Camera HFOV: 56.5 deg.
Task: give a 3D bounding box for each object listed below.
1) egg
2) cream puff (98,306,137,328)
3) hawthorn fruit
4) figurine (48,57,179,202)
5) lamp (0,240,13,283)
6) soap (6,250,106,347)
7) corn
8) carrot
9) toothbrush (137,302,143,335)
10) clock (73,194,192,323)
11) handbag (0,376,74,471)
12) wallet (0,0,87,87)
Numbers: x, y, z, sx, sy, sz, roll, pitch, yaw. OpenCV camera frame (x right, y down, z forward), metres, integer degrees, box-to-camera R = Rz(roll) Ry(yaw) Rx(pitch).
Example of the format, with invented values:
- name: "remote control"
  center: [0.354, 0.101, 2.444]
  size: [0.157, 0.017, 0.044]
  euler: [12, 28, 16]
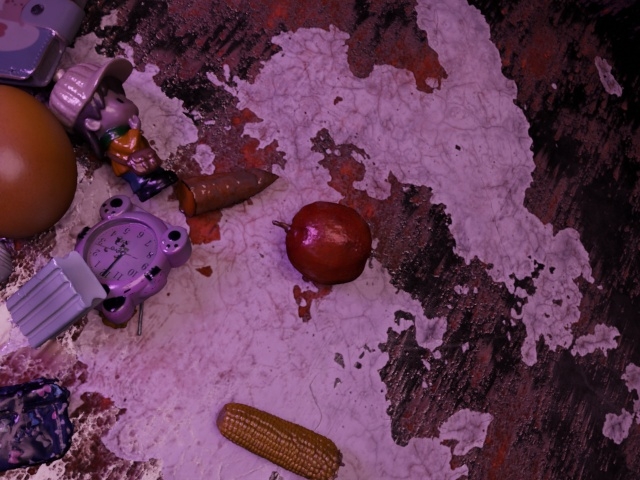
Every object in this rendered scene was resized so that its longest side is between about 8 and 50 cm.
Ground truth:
- name: "egg"
  center: [-0.630, -0.160, 1.204]
  size: [0.250, 0.250, 0.322]
  euler: [-13, 74, -25]
- name: "cream puff"
  center: [-0.441, 0.155, 1.314]
  size: [0.058, 0.083, 0.083]
  euler: [48, 38, -56]
- name: "hawthorn fruit"
  center: [0.000, 0.000, 1.467]
  size: [0.254, 0.205, 0.205]
  euler: [14, 72, -12]
- name: "figurine"
  center: [-0.474, -0.239, 1.345]
  size: [0.205, 0.185, 0.332]
  euler: [-17, 103, 3]
- name: "lamp"
  center: [-0.703, 0.082, 1.197]
  size: [0.106, 0.106, 0.193]
  euler: [34, 74, -12]
- name: "soap"
  center: [-0.536, 0.121, 1.201]
  size: [0.119, 0.198, 0.066]
  euler: [57, 27, 0]
- name: "corn"
  center: [-0.093, 0.459, 1.360]
  size: [0.305, 0.106, 0.106]
  euler: [27, 68, -10]
- name: "carrot"
  center: [-0.217, -0.131, 1.461]
  size: [0.263, 0.102, 0.101]
  euler: [-18, 84, -29]
- name: "toothbrush"
  center: [-0.408, 0.133, 1.355]
  size: [0.014, 0.011, 0.167]
  euler: [5, 75, -17]
- name: "clock"
  center: [-0.428, 0.041, 1.292]
  size: [0.228, 0.090, 0.247]
  euler: [27, 63, 14]
- name: "handbag"
  center: [-0.617, 0.363, 1.153]
  size: [0.260, 0.113, 0.161]
  euler: [-8, 87, -26]
- name: "wallet"
  center: [-0.659, -0.503, 1.340]
  size: [0.252, 0.083, 0.360]
  euler: [12, 70, 9]
